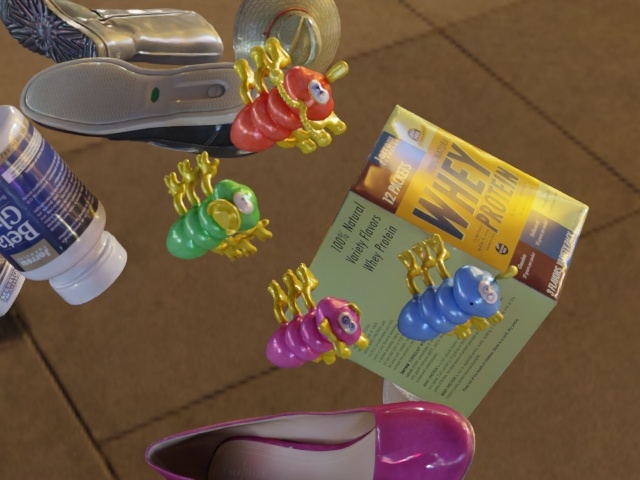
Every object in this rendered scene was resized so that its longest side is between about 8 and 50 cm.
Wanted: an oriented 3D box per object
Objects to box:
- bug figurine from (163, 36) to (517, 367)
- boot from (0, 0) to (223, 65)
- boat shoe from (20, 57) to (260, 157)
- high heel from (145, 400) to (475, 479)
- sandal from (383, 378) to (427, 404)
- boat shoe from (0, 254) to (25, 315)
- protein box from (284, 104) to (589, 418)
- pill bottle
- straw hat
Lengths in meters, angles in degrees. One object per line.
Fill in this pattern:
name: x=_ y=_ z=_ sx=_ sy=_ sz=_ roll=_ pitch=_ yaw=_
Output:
bug figurine: x=0.000 y=0.000 z=0.985 sx=0.279 sy=0.216 sz=0.072 roll=48 pitch=34 yaw=-11
boot: x=-0.238 y=-0.249 z=1.511 sx=0.190 sy=0.076 sz=0.208 roll=40 pitch=37 yaw=18
boat shoe: x=-0.159 y=-0.112 z=1.190 sx=0.233 sy=0.079 sz=0.084 roll=4 pitch=60 yaw=15
high heel: x=-0.012 y=0.138 z=0.855 sx=0.117 sy=0.244 sz=0.082 roll=19 pitch=70 yaw=-30
sandal: x=0.119 y=0.150 z=1.602 sx=0.088 sy=0.079 sz=0.240 roll=-3 pitch=80 yaw=-2
boat shoe: x=-0.477 y=0.059 z=1.832 sx=0.102 sy=0.301 sz=0.108 roll=28 pitch=77 yaw=-14
protein box: x=0.103 y=0.023 z=1.230 sx=0.201 sy=0.200 sz=0.136 roll=28 pitch=46 yaw=1
pill bottle: x=-0.244 y=-0.025 z=1.135 sx=0.094 sy=0.169 sz=0.094 roll=-28 pitch=31 yaw=18
straw hat: x=-0.028 y=-0.229 z=1.525 sx=0.144 sy=0.144 sz=0.061 roll=-15 pitch=23 yaw=-17
